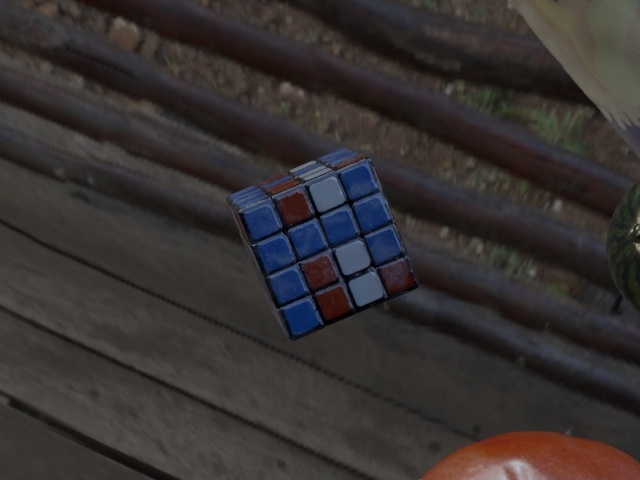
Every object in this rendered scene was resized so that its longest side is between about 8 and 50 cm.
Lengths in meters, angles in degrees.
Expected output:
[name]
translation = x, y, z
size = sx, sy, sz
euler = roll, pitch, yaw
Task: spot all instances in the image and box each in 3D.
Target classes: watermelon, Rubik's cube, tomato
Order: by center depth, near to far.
[Rubik's cube]
translation = 0.000, 0.000, 0.974
size = 0.092, 0.092, 0.092
euler = -23, 100, -4
[tomato]
translation = 0.235, 0.360, 1.568
size = 0.273, 0.341, 0.341
euler = 11, 70, 49
[watermelon]
translation = 0.436, 0.007, 1.726
size = 0.212, 0.212, 0.212
euler = -1, 74, 2

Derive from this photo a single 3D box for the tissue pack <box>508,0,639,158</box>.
[tissue pack]
translation = 0.238, -0.206, 1.154
size = 0.125, 0.242, 0.343
euler = -38, 83, -7
